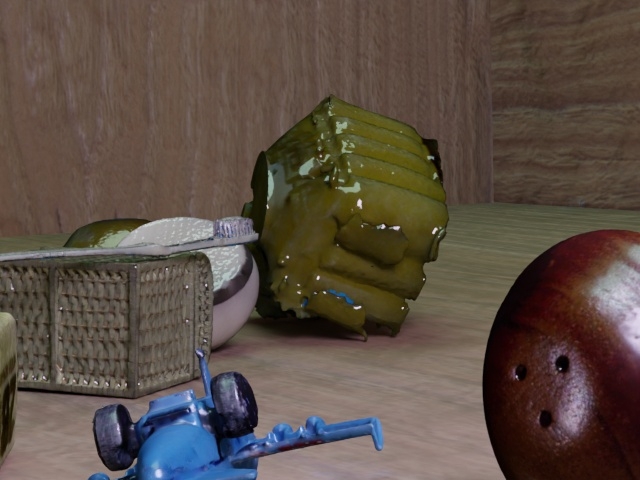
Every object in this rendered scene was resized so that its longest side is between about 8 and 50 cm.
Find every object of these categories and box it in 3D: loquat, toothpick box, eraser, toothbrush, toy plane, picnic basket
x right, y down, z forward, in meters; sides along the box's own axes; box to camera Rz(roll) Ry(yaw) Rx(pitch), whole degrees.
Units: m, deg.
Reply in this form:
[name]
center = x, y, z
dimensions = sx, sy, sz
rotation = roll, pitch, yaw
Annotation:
[loquat]
center = -0.232, 0.043, 2.020
dimensions = 0.195, 0.152, 0.152
rotation = 6, 3, -14
[toothpick box]
center = 0.238, 0.090, 1.061
dimensions = 0.294, 0.192, 0.192
rotation = 1, 2, -40
[eraser]
center = -0.260, 0.120, 1.237
dimensions = 0.058, 0.117, 0.172
rotation = 2, 4, -4
[toothbrush]
center = -0.184, 0.007, 1.565
dimensions = 0.294, 0.028, 0.026
rotation = -9, 9, -33
[toy plane]
center = -0.081, 0.139, 1.088
dimensions = 0.254, 0.105, 0.271
rotation = -15, 7, 7
[picnic basket]
center = -0.221, 0.075, 1.661
dimensions = 0.196, 0.134, 0.154
rotation = 1, 3, 26

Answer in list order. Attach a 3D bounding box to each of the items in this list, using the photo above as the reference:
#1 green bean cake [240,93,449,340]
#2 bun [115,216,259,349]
[green bean cake]
center = 0.000, 0.000, 1.977
dimensions = 0.202, 0.285, 0.310
rotation = 21, 23, -15
[bun]
center = -0.153, 0.061, 1.858
dimensions = 0.172, 0.120, 0.173
rotation = 0, 40, 0
